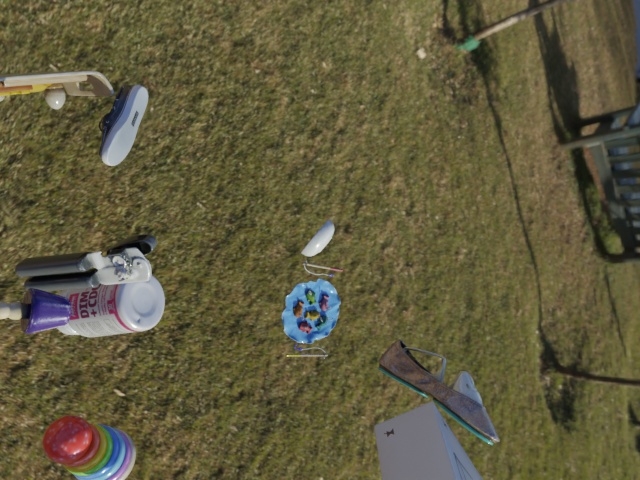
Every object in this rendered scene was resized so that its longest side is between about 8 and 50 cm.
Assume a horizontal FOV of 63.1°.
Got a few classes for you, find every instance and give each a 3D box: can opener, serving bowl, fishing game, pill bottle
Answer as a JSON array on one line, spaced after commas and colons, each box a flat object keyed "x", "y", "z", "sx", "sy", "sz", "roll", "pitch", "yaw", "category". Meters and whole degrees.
[{"x": -0.443, "y": 0.050, "z": 0.998, "sx": 0.093, "sy": 0.280, "sz": 0.074, "roll": -77, "pitch": 156, "yaw": -61, "category": "can opener"}, {"x": 0.000, "y": 0.000, "z": 0.979, "sx": 0.027, "sy": 0.083, "sz": 0.083, "roll": 40, "pitch": 55, "yaw": 1, "category": "serving bowl"}, {"x": -0.019, "y": 0.193, "z": 1.415, "sx": 0.189, "sy": 0.041, "sz": 0.264, "roll": 13, "pitch": 90, "yaw": -33, "category": "fishing game"}, {"x": -0.582, "y": 0.178, "z": 1.418, "sx": 0.160, "sy": 0.283, "sz": 0.160, "roll": 35, "pitch": 49, "yaw": -55, "category": "pill bottle"}]

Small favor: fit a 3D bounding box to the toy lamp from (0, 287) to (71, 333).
[{"x": -0.547, "y": 0.108, "z": 0.829, "sx": 0.274, "sy": 0.080, "sz": 0.080, "roll": 12, "pitch": 76, "yaw": -41, "category": "toy lamp"}]

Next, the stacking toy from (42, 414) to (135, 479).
[{"x": -0.502, "y": 0.451, "z": 1.130, "sx": 0.141, "sy": 0.330, "sz": 0.141, "roll": 3, "pitch": 60, "yaw": -6, "category": "stacking toy"}]

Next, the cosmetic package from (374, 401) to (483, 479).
[{"x": 0.180, "y": 0.413, "z": 0.561, "sx": 0.284, "sy": 0.097, "sz": 0.377, "roll": 55, "pitch": 14, "yaw": -24, "category": "cosmetic package"}]

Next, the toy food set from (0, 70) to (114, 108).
[{"x": -0.678, "y": -0.340, "z": 1.214, "sx": 0.306, "sy": 0.219, "sz": 0.092, "roll": -27, "pitch": 121, "yaw": -47, "category": "toy food set"}]

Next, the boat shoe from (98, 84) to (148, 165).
[{"x": -0.495, "y": -0.286, "z": 1.267, "sx": 0.080, "sy": 0.076, "sz": 0.228, "roll": 77, "pitch": 25, "yaw": -69, "category": "boat shoe"}]

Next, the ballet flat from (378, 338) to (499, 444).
[{"x": 0.271, "y": 0.320, "z": 1.162, "sx": 0.106, "sy": 0.316, "sz": 0.107, "roll": -56, "pitch": 149, "yaw": -7, "category": "ballet flat"}]
